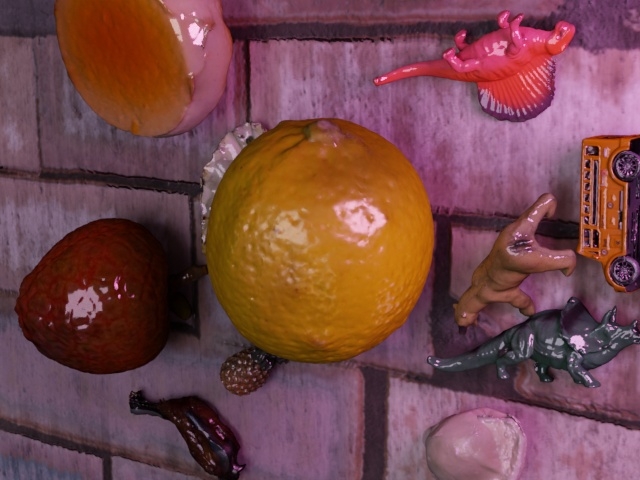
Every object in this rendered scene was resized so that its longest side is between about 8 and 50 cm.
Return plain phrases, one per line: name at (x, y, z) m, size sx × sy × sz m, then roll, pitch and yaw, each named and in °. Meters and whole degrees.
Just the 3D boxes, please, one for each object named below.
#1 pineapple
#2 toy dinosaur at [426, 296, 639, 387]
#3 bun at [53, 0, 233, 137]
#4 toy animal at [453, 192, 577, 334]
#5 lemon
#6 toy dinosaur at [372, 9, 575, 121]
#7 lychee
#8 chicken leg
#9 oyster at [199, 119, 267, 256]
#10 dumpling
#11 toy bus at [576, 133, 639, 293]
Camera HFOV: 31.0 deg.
pineapple at (-0.086, 0.178, 1.795) m, size 0.159 × 0.074 × 0.074 m, roll -41°, pitch 78°, yaw 24°
toy dinosaur at (0.292, 0.158, 1.541) m, size 0.292 × 0.079 × 0.120 m, roll -27°, pitch 80°, yaw 31°
bun at (-0.244, -0.307, 1.727) m, size 0.299 × 0.165 × 0.299 m, roll 20°, pitch 128°, yaw 27°
toy animal at (0.244, 0.041, 1.509) m, size 0.103 × 0.101 × 0.218 m, roll 61°, pitch 151°, yaw 21°
lemon at (0.000, 0.002, 1.561) m, size 0.336 × 0.336 × 0.336 m, roll 8°, pitch 105°, yaw 31°
toy dinosaur at (0.217, -0.210, 1.528) m, size 0.286 × 0.070 × 0.139 m, roll -20°, pitch 112°, yaw 36°
lychee at (-0.330, 0.087, 1.840) m, size 0.255 × 0.300 × 0.255 m, roll 40°, pitch 137°, yaw 52°
chicken leg at (-0.222, 0.309, 1.921) m, size 0.253 × 0.051 × 0.106 m, roll 32°, pitch 121°, yaw 26°
oyster at (-0.120, -0.077, 1.762) m, size 0.133 × 0.072 × 0.209 m, roll 2°, pitch 82°, yaw 39°
dumpling at (0.214, 0.299, 1.603) m, size 0.199 × 0.118 × 0.136 m, roll -14°, pitch 91°, yaw 55°
toy bus at (0.370, -0.035, 1.443) m, size 0.088 × 0.083 × 0.194 m, roll 6°, pitch 102°, yaw 35°
